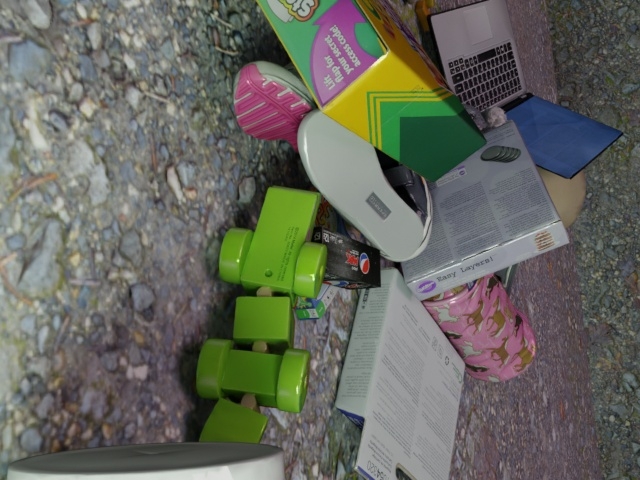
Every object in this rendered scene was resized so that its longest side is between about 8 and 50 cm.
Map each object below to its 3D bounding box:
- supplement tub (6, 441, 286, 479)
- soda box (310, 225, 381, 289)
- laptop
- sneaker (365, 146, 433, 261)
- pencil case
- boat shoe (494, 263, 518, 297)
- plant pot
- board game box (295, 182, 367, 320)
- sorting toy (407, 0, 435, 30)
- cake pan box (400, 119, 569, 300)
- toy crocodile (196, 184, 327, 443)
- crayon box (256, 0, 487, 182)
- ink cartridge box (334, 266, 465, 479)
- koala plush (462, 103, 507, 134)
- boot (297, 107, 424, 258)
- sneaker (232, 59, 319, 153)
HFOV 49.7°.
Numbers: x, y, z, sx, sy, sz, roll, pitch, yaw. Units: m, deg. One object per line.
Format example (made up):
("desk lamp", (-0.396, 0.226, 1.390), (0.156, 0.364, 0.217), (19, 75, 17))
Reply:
("supplement tub", (-0.121, 0.318, 0.485), (0.235, 0.235, 0.324), (17, 69, -58))
("soda box", (0.022, 0.028, 0.921), (0.169, 0.053, 0.060), (20, 67, -57))
("laptop", (0.483, -0.372, 1.591), (0.382, 0.236, 0.407), (-31, 109, -45))
("sneaker", (0.091, -0.128, 1.084), (0.127, 0.126, 0.321), (41, 37, -56))
("pencil case", (0.291, 0.137, 1.328), (0.386, 0.167, 0.160), (48, 45, -45))
("boat shoe", (0.367, 0.055, 1.480), (0.099, 0.116, 0.319), (-50, 147, -51))
("plant pot", (0.427, -0.121, 1.589), (0.274, 0.256, 0.256), (-4, 87, -45))
("board game box", (0.000, 0.000, 0.981), (0.201, 0.035, 0.136), (-54, 129, -51))
("sorting toy", (0.193, -0.615, 1.466), (0.307, 0.041, 0.229), (50, 42, -43))
("cake pan box", (0.236, -0.050, 1.135), (0.070, 0.267, 0.245), (52, 20, -41))
("toy crocodile", (-0.060, 0.089, 0.778), (0.105, 0.115, 0.340), (83, 14, -63))
("crayon box", (0.037, -0.275, 0.888), (0.313, 0.106, 0.363), (20, 37, -59))
("ink cartridge box", (0.134, 0.267, 1.120), (0.324, 0.071, 0.330), (52, 44, -40))
("koala plush", (0.272, -0.183, 1.369), (0.203, 0.196, 0.221), (62, 32, -46))
("boot", (0.031, -0.078, 0.919), (0.095, 0.123, 0.258), (-45, 125, -9))
("sneaker", (-0.035, -0.190, 0.914), (0.252, 0.103, 0.111), (19, 62, -65))
